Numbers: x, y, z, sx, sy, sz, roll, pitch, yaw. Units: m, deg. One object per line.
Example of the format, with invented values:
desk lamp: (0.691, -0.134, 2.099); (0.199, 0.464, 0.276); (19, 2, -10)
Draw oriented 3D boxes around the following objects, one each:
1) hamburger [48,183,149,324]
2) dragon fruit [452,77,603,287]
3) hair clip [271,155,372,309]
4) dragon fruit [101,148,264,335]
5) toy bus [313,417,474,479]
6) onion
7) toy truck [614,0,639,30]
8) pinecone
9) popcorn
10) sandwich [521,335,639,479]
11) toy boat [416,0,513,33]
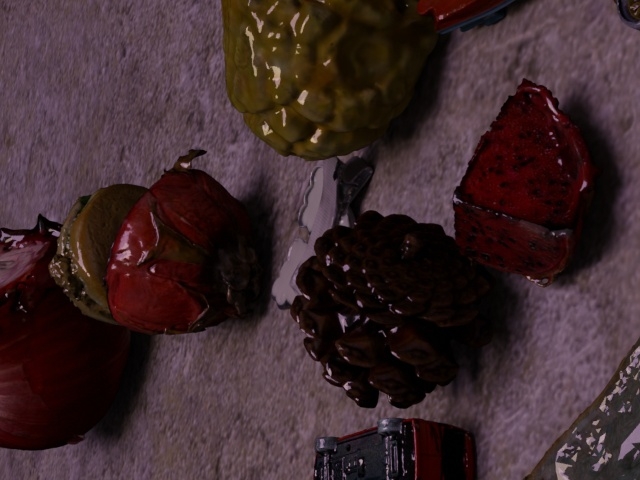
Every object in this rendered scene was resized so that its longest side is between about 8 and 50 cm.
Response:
hamburger: (-0.262, 0.023, 2.161); (0.122, 0.215, 0.189); (-20, 68, 46)
dragon fruit: (0.202, -0.050, 1.519); (0.161, 0.120, 0.127); (-63, -18, -17)
hair clip: (0.000, 0.000, 1.876); (0.140, 0.054, 0.220); (44, 123, 50)
dragon fruit: (-0.143, 0.033, 2.012); (0.148, 0.218, 0.224); (26, 67, 29)
toy bus: (0.067, 0.232, 1.656); (0.195, 0.089, 0.081); (-27, 59, 54)
onion: (-0.424, 0.147, 2.323); (0.341, 0.341, 0.341); (-23, 63, 56)
toy truck: (0.312, -0.231, 1.298); (0.367, 0.146, 0.175); (42, 111, 52)
pinecone: (0.069, 0.076, 1.600); (0.208, 0.207, 0.208); (-23, 63, 56)
popcorn: (0.000, -0.227, 1.766); (0.258, 0.224, 0.270); (-54, 45, 51)
sandwich: (0.302, 0.211, 1.246); (0.271, 0.099, 0.301); (-62, 34, 30)
toy boat: (0.172, -0.258, 1.633); (0.173, 0.059, 0.069); (-29, 58, 46)
